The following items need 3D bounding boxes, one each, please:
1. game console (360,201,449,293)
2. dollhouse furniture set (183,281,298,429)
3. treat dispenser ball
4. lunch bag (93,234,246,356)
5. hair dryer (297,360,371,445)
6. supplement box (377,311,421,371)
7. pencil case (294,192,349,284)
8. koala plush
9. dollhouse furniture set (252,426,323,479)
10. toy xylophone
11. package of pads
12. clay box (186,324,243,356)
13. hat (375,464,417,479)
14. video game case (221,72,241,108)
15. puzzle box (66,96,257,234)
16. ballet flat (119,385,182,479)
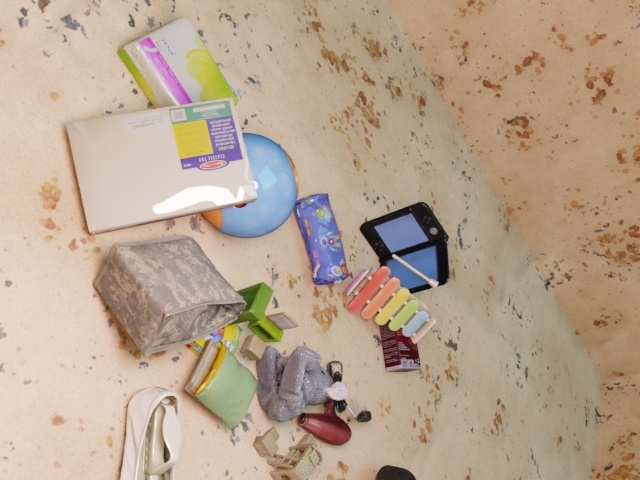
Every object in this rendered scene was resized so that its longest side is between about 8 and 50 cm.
[{"bbox_3d":[0.289,0.041,2.398,0.250,0.293,0.173,54,39,-20],"label":"game console"},{"bbox_3d":[-0.182,0.291,1.713,0.197,0.151,0.301,47,45,-28],"label":"dollhouse furniture set"},{"bbox_3d":[-0.202,-0.149,1.867,0.288,0.288,0.288,26,54,-43],"label":"treat dispenser ball"},{"bbox_3d":[-0.340,0.116,1.609,0.235,0.169,0.287,47,31,23],"label":"lunch bag"},{"bbox_3d":[0.024,0.505,2.052,0.223,0.080,0.293,57,30,8],"label":"hair dryer"},{"bbox_3d":[0.278,0.343,2.428,0.130,0.073,0.239,13,63,-48],"label":"supplement box"},{"bbox_3d":[0.000,0.000,2.197,0.133,0.119,0.306,-7,80,-44],"label":"pencil case"},{"bbox_3d":[-0.048,0.406,1.904,0.221,0.196,0.203,20,70,-47],"label":"koala plush"},{"bbox_3d":[-0.068,0.551,1.864,0.161,0.101,0.182,62,37,-11],"label":"dollhouse furniture set"},{"bbox_3d":[0.252,0.188,2.299,0.322,0.236,0.081,28,19,-8],"label":"toy xylophone"},{"bbox_3d":[-0.387,-0.456,1.916,0.296,0.101,0.229,58,45,-16],"label":"package of pads"},{"bbox_3d":[-0.288,0.239,1.772,0.222,0.053,0.127,46,43,-28],"label":"clay box"},{"bbox_3d":[0.233,0.862,2.076,0.331,0.134,0.331,39,28,-26],"label":"hat"},{"bbox_3d":[-0.316,-0.457,2.092,0.157,0.019,0.143,40,46,-34],"label":"video game case"},{"bbox_3d":[-0.379,-0.184,1.658,0.409,0.052,0.272,-12,81,-15],"label":"puzzle box"},{"bbox_3d":[-0.362,0.514,1.485,0.139,0.139,0.400,22,58,-45],"label":"ballet flat"}]
